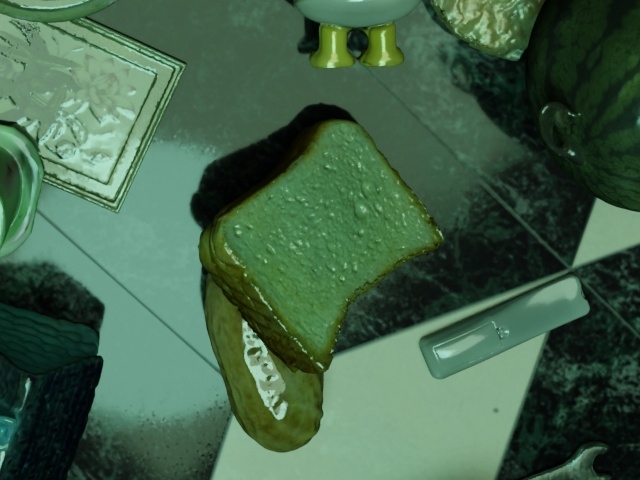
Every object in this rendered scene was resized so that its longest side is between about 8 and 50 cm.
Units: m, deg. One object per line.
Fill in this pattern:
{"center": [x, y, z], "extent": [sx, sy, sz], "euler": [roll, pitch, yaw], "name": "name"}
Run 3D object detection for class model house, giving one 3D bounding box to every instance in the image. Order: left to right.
{"center": [-0.349, 0.206, 1.539], "extent": [0.226, 0.241, 0.261], "euler": [16, 101, -13], "name": "model house"}

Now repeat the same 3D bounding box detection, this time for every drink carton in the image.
{"center": [-0.345, -0.032, 1.525], "extent": [0.144, 0.142, 0.146], "euler": [12, 105, -9], "name": "drink carton"}

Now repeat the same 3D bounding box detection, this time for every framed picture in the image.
{"center": [-0.270, -0.146, 1.581], "extent": [0.231, 0.010, 0.173], "euler": [23, 100, -12], "name": "framed picture"}

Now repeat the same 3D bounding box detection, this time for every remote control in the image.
{"center": [0.196, 0.092, 1.688], "extent": [0.184, 0.027, 0.050], "euler": [-24, 105, -2], "name": "remote control"}

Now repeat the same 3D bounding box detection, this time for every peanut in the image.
{"center": [-0.057, 0.106, 1.627], "extent": [0.108, 0.095, 0.226], "euler": [-25, 101, -34], "name": "peanut"}

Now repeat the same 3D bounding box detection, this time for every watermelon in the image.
{"center": [0.344, -0.168, 1.506], "extent": [0.359, 0.279, 0.279], "euler": [-35, 106, -21], "name": "watermelon"}

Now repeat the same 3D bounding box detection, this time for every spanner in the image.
{"center": [0.198, 0.279, 1.738], "extent": [0.254, 0.015, 0.054], "euler": [-20, 105, -3], "name": "spanner"}

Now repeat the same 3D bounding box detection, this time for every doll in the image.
{"center": [0.033, -0.314, 1.537], "extent": [0.141, 0.117, 0.296], "euler": [-1, 90, -1], "name": "doll"}

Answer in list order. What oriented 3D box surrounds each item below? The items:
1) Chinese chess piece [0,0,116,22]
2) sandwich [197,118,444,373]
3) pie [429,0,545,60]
{"center": [-0.261, -0.320, 1.495], "extent": [0.237, 0.092, 0.238], "euler": [-1, 100, -8], "name": "Chinese chess piece"}
{"center": [0.000, 0.000, 1.576], "extent": [0.214, 0.065, 0.186], "euler": [-42, 103, -28], "name": "sandwich"}
{"center": [0.191, -0.298, 1.584], "extent": [0.185, 0.052, 0.218], "euler": [40, 98, -16], "name": "pie"}
